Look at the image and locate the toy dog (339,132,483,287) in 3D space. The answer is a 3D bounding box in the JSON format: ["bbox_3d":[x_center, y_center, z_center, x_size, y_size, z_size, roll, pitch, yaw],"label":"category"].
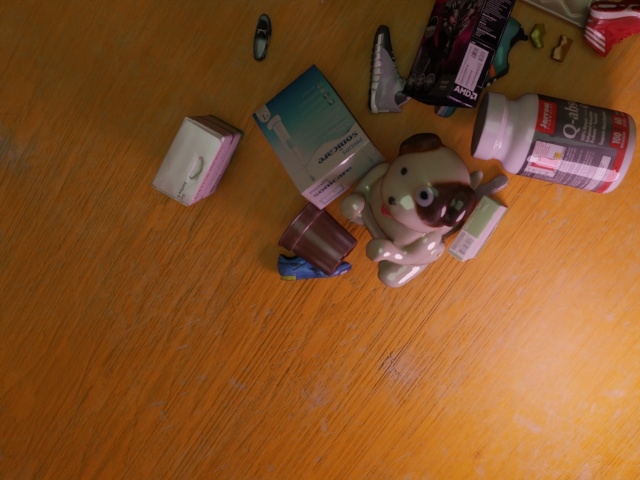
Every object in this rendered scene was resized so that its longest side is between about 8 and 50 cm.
[{"bbox_3d":[0.250,-0.084,1.654,0.395,0.408,0.285,-18,76,-2],"label":"toy dog"}]

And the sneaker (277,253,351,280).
[{"bbox_3d":[-0.018,0.064,1.905,0.209,0.069,0.082,-4,97,6],"label":"sneaker"}]

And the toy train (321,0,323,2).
[{"bbox_3d":[0.092,-0.721,1.734,0.143,0.105,0.248,8,102,-10],"label":"toy train"}]

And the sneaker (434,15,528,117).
[{"bbox_3d":[0.417,-0.433,1.751,0.121,0.108,0.302,29,110,-12],"label":"sneaker"}]

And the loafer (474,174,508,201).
[{"bbox_3d":[0.455,-0.134,1.842,0.125,0.039,0.045,-28,63,12],"label":"loafer"}]

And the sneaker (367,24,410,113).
[{"bbox_3d":[0.198,-0.446,1.787,0.132,0.086,0.229,4,111,-1],"label":"sneaker"}]

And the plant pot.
[{"bbox_3d":[0.000,0.000,1.827,0.165,0.167,0.167,39,102,7],"label":"plant pot"}]

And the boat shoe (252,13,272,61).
[{"bbox_3d":[-0.158,-0.544,1.813,0.046,0.038,0.125,14,102,2],"label":"boat shoe"}]

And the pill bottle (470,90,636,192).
[{"bbox_3d":[0.580,-0.256,1.719,0.362,0.210,0.210,12,102,2],"label":"pill bottle"}]

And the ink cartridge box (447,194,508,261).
[{"bbox_3d":[0.417,-0.031,1.776,0.056,0.235,0.171,35,103,15],"label":"ink cartridge box"}]

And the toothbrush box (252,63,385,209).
[{"bbox_3d":[-0.007,-0.266,1.741,0.216,0.126,0.296,-38,61,10],"label":"toothbrush box"}]

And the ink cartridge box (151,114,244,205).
[{"bbox_3d":[-0.313,-0.216,1.770,0.114,0.273,0.198,29,102,-1],"label":"ink cartridge box"}]

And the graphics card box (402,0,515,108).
[{"bbox_3d":[0.348,-0.514,1.655,0.094,0.233,0.371,16,97,-25],"label":"graphics card box"}]

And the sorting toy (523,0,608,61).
[{"bbox_3d":[0.620,-0.632,1.734,0.229,0.041,0.307,24,102,-5],"label":"sorting toy"}]

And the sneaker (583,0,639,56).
[{"bbox_3d":[0.770,-0.540,1.730,0.221,0.087,0.128,1,133,-9],"label":"sneaker"}]
